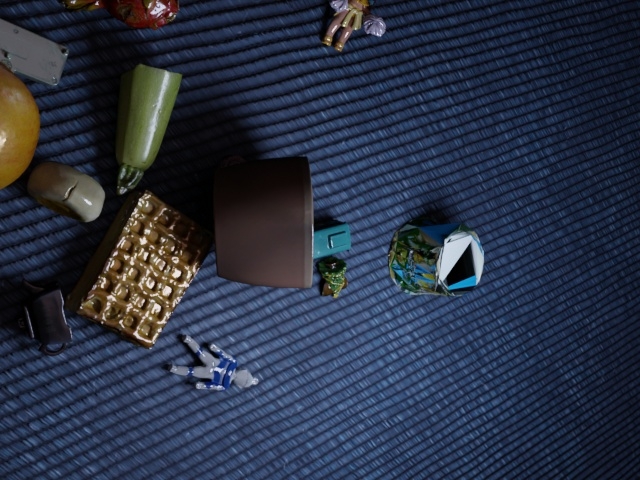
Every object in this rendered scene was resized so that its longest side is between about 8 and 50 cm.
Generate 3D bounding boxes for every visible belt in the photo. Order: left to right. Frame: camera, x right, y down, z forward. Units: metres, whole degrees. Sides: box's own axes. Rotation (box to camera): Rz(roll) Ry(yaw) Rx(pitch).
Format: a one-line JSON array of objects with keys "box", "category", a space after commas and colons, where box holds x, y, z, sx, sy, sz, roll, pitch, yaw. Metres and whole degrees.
[{"box": [-0.155, -0.121, 1.842, 0.232, 0.053, 0.071, 42, 76, -28], "category": "belt"}]

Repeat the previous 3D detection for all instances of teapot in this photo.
[{"box": [-0.580, 0.159, 1.583, 0.096, 0.087, 0.177, -15, 104, -22], "category": "teapot"}]

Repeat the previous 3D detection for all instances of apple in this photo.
[{"box": [-0.666, -0.216, 1.358, 0.275, 0.299, 0.299, -9, 102, -56], "category": "apple"}]

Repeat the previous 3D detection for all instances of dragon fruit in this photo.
[{"box": [-0.422, -0.504, 1.585, 0.246, 0.125, 0.125, -8, 71, -13], "category": "dragon fruit"}]

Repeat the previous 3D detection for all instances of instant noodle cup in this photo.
[{"box": [0.331, 0.054, 2.109, 0.240, 0.178, 0.240, -5, 99, -34], "category": "instant noodle cup"}]

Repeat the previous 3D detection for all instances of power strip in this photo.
[{"box": [-0.621, -0.356, 1.499, 0.216, 0.061, 0.145, 19, 85, -33], "category": "power strip"}]

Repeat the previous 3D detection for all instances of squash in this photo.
[{"box": [-0.395, -0.242, 1.651, 0.137, 0.137, 0.287, 7, 107, -34], "category": "squash"}]

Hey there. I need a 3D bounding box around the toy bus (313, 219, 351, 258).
[{"box": [0.000, 0.000, 1.935, 0.160, 0.092, 0.079, -14, 105, -31], "category": "toy bus"}]

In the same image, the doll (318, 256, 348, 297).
[{"box": [0.041, 0.105, 1.985, 0.078, 0.077, 0.113, -21, 108, -23], "category": "doll"}]

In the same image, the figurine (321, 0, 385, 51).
[{"box": [0.083, -0.594, 1.898, 0.175, 0.116, 0.240, 21, 91, -31], "category": "figurine"}]

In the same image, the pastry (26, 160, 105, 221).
[{"box": [-0.515, -0.101, 1.549, 0.156, 0.156, 0.092, 27, 77, -33], "category": "pastry"}]

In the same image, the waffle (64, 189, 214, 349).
[{"box": [-0.398, 0.066, 1.686, 0.213, 0.091, 0.308, 35, 76, -31], "category": "waffle"}]

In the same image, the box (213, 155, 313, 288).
[{"box": [-0.129, -0.038, 1.708, 0.216, 0.301, 0.301, -3, 99, -4], "category": "box"}]

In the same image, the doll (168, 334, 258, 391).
[{"box": [-0.251, 0.315, 1.836, 0.227, 0.057, 0.114, 28, 75, -24], "category": "doll"}]
